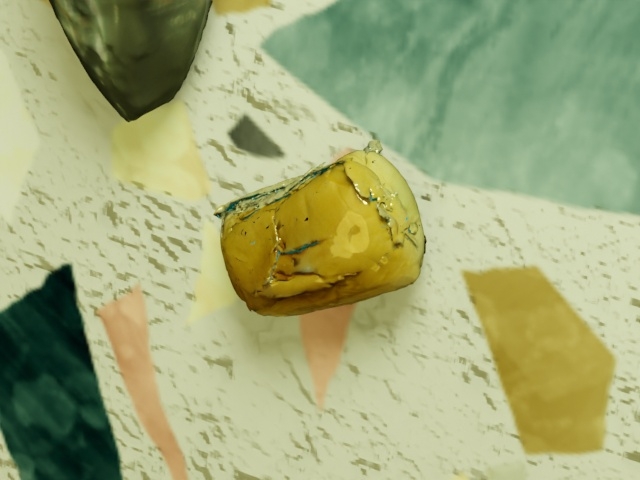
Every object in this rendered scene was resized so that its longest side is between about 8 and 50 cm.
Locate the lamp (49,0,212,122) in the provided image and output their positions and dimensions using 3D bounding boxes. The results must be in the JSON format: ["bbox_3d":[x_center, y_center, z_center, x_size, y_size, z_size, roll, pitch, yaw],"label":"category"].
[{"bbox_3d":[-0.094,-0.166,0.937,0.101,0.101,0.250,12,128,23],"label":"lamp"}]

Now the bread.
[{"bbox_3d":[0.000,0.000,0.983,0.106,0.053,0.072,-18,98,38],"label":"bread"}]
